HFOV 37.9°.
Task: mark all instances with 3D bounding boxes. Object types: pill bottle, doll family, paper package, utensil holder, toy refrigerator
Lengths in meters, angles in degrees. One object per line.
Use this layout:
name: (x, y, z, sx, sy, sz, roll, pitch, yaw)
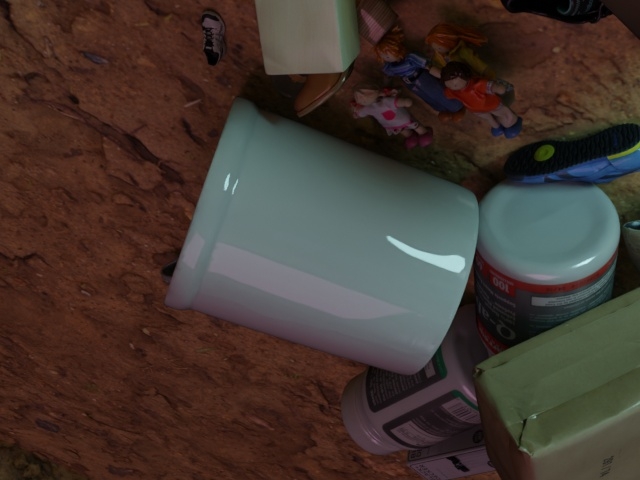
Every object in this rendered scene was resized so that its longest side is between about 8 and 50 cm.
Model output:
pill bottle: (0.346, 0.082, 1.459, 0.210, 0.210, 0.363, 4, 141, 15)
doll family: (0.152, -0.221, 1.254, 0.163, 0.118, 0.263, 36, 156, -34)
pill bottle: (0.205, 0.274, 1.754, 0.204, 0.204, 0.361, 31, 140, -19)
paper package: (0.404, 0.261, 1.388, 0.309, 0.168, 0.325, -25, 140, -5)
utensil holder: (0.000, 0.000, 1.398, 0.385, 0.327, 0.327, 18, 142, -8)
toy refrigerator: (-0.023, -0.339, 1.096, 0.102, 0.094, 0.269, 1, 118, 18)

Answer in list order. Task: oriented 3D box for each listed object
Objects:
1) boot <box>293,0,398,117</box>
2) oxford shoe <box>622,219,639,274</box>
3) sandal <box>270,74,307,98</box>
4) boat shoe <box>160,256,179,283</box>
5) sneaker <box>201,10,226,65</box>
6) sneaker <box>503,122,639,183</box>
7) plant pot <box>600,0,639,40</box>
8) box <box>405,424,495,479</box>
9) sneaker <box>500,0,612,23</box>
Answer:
boot: (-0.013, -0.273, 1.220, 0.152, 0.073, 0.197, 39, 110, -6)
oxford shoe: (0.608, -0.042, 1.277, 0.397, 0.140, 0.146, -30, 95, 27)
sandal: (-0.016, -0.254, 1.297, 0.072, 0.049, 0.180, 30, 139, -20)
boat shoe: (-0.163, 0.040, 1.668, 0.103, 0.118, 0.320, 34, 146, -29)
sneaker: (-0.152, -0.284, 1.319, 0.032, 0.037, 0.083, 6, 140, 15)
sneaker: (0.369, -0.104, 1.334, 0.209, 0.069, 0.082, -11, 139, 30)
plant pot: (0.378, -0.315, 0.908, 0.280, 0.323, 0.323, 31, 143, 6)
box: (0.316, 0.374, 1.869, 0.290, 0.169, 0.087, -24, 128, 41)
sneaker: (0.333, -0.289, 1.088, 0.267, 0.106, 0.101, 7, 140, 9)
